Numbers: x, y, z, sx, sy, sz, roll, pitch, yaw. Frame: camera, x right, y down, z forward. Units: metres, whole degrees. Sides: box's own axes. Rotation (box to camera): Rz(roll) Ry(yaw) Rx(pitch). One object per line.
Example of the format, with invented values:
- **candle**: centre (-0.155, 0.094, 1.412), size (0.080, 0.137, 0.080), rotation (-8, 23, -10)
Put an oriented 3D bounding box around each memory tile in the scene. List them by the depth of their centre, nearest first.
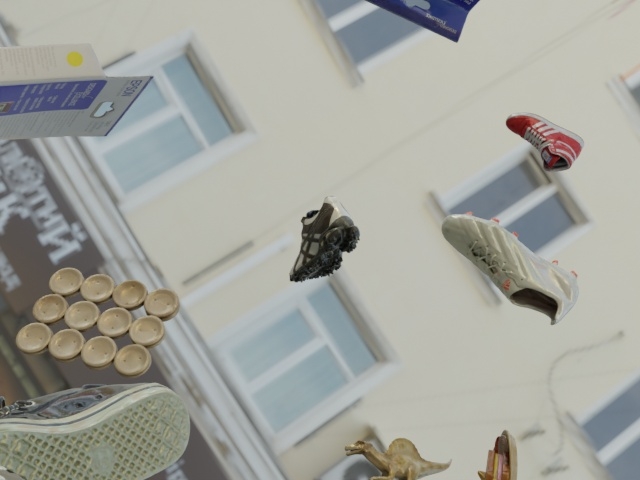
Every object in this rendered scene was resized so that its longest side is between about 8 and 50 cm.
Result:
- **memory tile**: centre (-0.227, 0.083, 1.239), size (0.148, 0.113, 0.012), rotation (11, -37, 15)

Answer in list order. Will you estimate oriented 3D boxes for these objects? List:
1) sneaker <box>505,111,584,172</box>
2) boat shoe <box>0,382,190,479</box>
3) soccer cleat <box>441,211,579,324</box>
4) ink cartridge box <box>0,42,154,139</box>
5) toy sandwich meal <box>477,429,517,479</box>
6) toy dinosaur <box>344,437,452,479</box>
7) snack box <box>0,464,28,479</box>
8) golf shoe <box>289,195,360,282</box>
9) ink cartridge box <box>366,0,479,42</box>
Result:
- **sneaker**: centre (0.317, -0.141, 1.745), size (0.118, 0.067, 0.042), rotation (23, -40, 12)
- **boat shoe**: centre (-0.410, 0.315, 1.716), size (0.156, 0.500, 0.187), rotation (2, -79, 40)
- **soccer cleat**: centre (0.235, 0.033, 1.526), size (0.196, 0.076, 0.068), rotation (31, -34, 6)
- **ink cartridge box**: centre (-0.432, -0.211, 1.760), size (0.303, 0.307, 0.072), rotation (-27, -107, 64)
- **toy sandwich meal**: centre (0.159, 0.213, 1.100), size (0.085, 0.029, 0.085), rotation (-176, -90, -89)
- **toy dinosaur**: centre (0.120, 0.315, 1.633), size (0.053, 0.183, 0.092), rotation (-27, -127, 53)
- **snack box**: centre (-0.396, 0.351, 1.371), size (0.322, 0.187, 0.060), rotation (25, 0, 10)
- **golf shoe**: centre (0.000, 0.000, 1.981), size (0.198, 0.077, 0.094), rotation (-46, -124, 49)
- **ink cartridge box**: centre (0.171, -0.435, 1.526), size (0.165, 0.333, 0.065), rotation (21, -5, -16)
